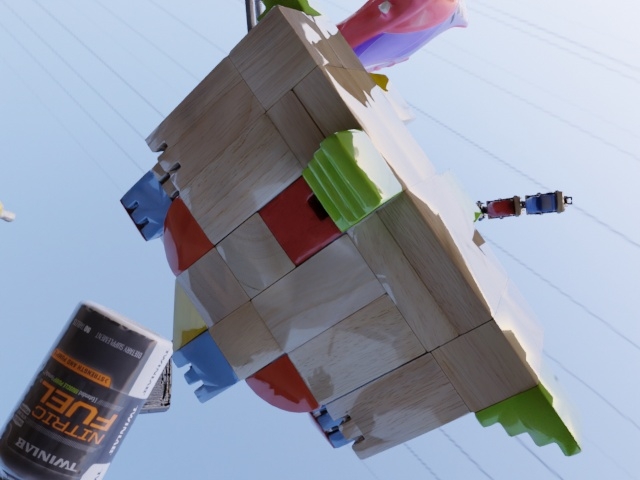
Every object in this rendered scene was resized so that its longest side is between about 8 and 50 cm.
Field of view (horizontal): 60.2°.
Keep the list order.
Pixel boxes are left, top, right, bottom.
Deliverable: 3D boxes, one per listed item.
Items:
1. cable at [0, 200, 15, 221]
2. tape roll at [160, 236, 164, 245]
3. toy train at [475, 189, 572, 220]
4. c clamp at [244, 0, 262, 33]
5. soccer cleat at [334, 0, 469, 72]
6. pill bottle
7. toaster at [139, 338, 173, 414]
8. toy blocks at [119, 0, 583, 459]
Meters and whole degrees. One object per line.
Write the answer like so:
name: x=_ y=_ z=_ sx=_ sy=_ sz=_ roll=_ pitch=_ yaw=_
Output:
cable: x=-0.409 y=-0.044 z=0.502 sx=0.139 sy=0.287 sz=0.072 roll=-15 pitch=-107 yaw=-8
tape roll: x=-0.243 y=-0.032 z=1.224 sx=0.219 sy=0.219 sz=0.072 roll=-26 pitch=-116 yaw=-19
toy train: x=0.220 y=-0.039 z=0.655 sx=0.036 sy=0.158 sz=0.027 roll=-2 pitch=-92 yaw=-37
c clamp: x=-0.089 y=-0.321 z=0.788 sx=0.022 sy=0.161 sz=0.137 roll=-10 pitch=-153 yaw=-13
soccer cleat: x=0.040 y=-0.207 z=0.607 sx=0.248 sy=0.095 sz=0.083 roll=-23 pitch=-124 yaw=36
pill bottle: x=-0.289 y=0.205 z=0.655 sx=0.130 sy=0.130 sz=0.246 roll=22 pitch=-104 yaw=18
toaster: x=-0.408 y=0.296 z=1.219 sx=0.110 sy=0.185 sz=0.168 roll=-9 pitch=-106 yaw=21
toy blocks: x=-0.022 y=0.025 z=0.441 sx=0.381 sy=0.261 sz=0.191 roll=56 pitch=-153 yaw=3
